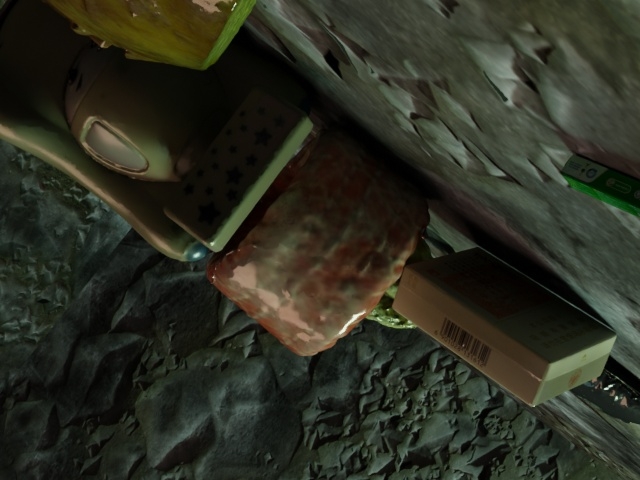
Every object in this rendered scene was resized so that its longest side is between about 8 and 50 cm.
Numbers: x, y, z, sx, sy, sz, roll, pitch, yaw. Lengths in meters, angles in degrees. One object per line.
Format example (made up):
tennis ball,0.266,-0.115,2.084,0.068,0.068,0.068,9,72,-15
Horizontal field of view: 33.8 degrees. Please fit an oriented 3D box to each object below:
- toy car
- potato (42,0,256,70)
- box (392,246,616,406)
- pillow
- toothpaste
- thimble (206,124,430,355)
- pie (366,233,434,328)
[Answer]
toy car,-0.193,-0.148,1.072,0.336,0.242,0.226,37,178,-7
potato,-0.102,-0.182,0.635,0.176,0.141,0.298,29,-178,-32
box,0.196,0.086,1.132,0.141,0.058,0.201,-11,-144,-44
pillow,0.338,0.168,1.322,0.208,0.055,0.141,37,168,-5
toothpaste,0.189,-0.031,0.663,0.020,0.017,0.083,38,177,-43
thimble,0.000,0.000,1.161,0.162,0.239,0.239,40,175,-9
pie,0.066,0.008,1.362,0.248,0.090,0.201,41,-149,-4
